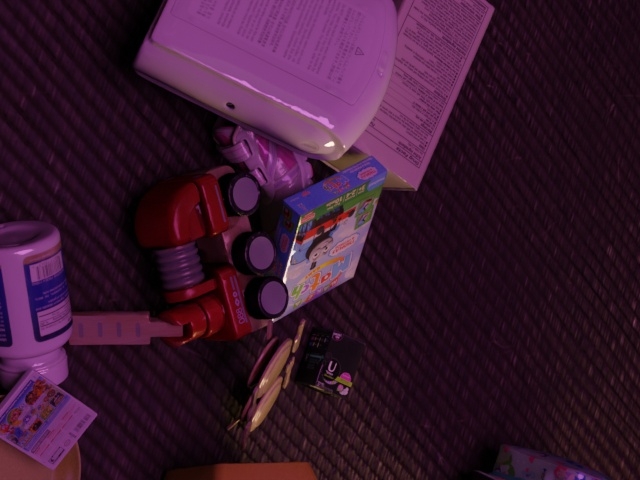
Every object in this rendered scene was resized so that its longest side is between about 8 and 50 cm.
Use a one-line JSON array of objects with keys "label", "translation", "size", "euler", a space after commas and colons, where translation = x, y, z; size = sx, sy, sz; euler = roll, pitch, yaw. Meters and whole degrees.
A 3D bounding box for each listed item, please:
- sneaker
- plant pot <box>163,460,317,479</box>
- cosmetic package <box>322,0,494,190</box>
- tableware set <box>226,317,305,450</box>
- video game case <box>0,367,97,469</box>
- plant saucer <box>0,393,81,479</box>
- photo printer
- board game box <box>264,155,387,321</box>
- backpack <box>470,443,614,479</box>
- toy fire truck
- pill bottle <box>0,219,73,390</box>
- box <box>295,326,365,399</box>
[{"label": "sneaker", "translation": [-0.088, -0.121, 1.974], "size": [0.111, 0.103, 0.252], "euler": [-11, 90, -32]}, {"label": "plant pot", "translation": [-0.103, 0.382, 1.923], "size": [0.212, 0.212, 0.187], "euler": [4, 77, -34]}, {"label": "cosmetic package", "translation": [0.102, -0.232, 2.075], "size": [0.153, 0.129, 0.296], "euler": [34, 73, -32]}, {"label": "tableware set", "translation": [-0.079, 0.185, 1.957], "size": [0.039, 0.194, 0.128], "euler": [29, 58, 9]}, {"label": "video game case", "translation": [-0.332, 0.213, 1.779], "size": [0.087, 0.011, 0.122], "euler": [-52, 134, -6]}, {"label": "plant saucer", "translation": [-0.394, 0.295, 1.785], "size": [0.241, 0.037, 0.241], "euler": [-16, 113, -43]}, {"label": "photo printer", "translation": [-0.055, -0.257, 1.901], "size": [0.307, 0.107, 0.256], "euler": [25, 61, -10]}, {"label": "board game box", "translation": [0.000, 0.000, 1.984], "size": [0.160, 0.039, 0.211], "euler": [-29, 151, -35]}, {"label": "backpack", "translation": [0.352, 0.420, 2.216], "size": [0.253, 0.225, 0.191], "euler": [33, 79, -35]}, {"label": "toy fire truck", "translation": [-0.195, 0.039, 1.889], "size": [0.246, 0.158, 0.217], "euler": [-25, 106, -42]}, {"label": "pill bottle", "translation": [-0.354, 0.080, 1.779], "size": [0.112, 0.112, 0.186], "euler": [-17, 113, -33]}, {"label": "box", "translation": [0.014, 0.170, 2.075], "size": [0.062, 0.052, 0.083], "euler": [27, 76, -33]}]
